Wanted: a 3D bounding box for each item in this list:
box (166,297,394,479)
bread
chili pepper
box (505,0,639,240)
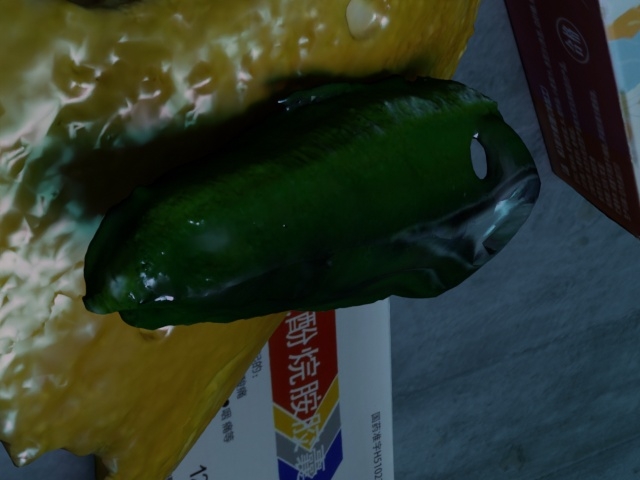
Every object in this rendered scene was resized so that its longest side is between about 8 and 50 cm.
[{"bbox_3d":[-0.048,0.113,0.890,0.214,0.069,0.353,-21,124,-30],"label":"box"},{"bbox_3d":[-0.099,-0.076,0.549,0.394,0.250,0.361,-50,152,2],"label":"bread"},{"bbox_3d":[-0.002,-0.002,0.470,0.216,0.062,0.108,-12,131,-46],"label":"chili pepper"},{"bbox_3d":[0.307,-0.232,0.923,0.344,0.122,0.385,-40,142,-7],"label":"box"}]
